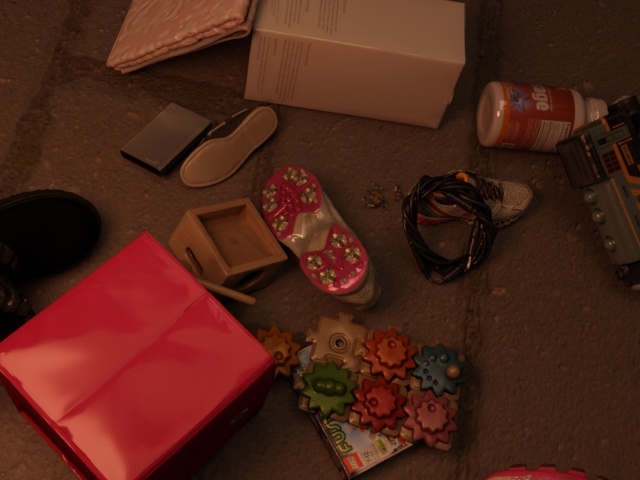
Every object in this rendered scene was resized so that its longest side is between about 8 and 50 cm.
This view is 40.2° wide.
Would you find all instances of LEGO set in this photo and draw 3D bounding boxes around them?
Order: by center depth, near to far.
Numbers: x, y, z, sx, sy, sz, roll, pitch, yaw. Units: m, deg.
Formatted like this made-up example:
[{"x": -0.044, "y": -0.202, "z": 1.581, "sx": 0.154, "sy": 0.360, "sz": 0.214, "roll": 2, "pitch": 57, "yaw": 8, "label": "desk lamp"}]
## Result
[{"x": 0.104, "y": -0.075, "z": 1.525, "sx": 0.083, "sy": 0.023, "sz": 0.054, "roll": 4, "pitch": 63, "yaw": -22, "label": "LEGO set"}]

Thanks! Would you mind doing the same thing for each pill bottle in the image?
[{"x": 0.403, "y": -0.222, "z": 1.593, "sx": 0.216, "sy": 0.121, "sz": 0.121, "roll": 3, "pitch": 62, "yaw": -8, "label": "pill bottle"}]

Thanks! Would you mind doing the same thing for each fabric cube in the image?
[{"x": -0.248, "y": 0.198, "z": 1.188, "sx": 0.259, "sy": 0.254, "sz": 0.258, "roll": 43, "pitch": 64, "yaw": 13, "label": "fabric cube"}]

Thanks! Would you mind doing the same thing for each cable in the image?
[{"x": 0.212, "y": -0.027, "z": 1.446, "sx": 0.150, "sy": 0.047, "sz": 0.184, "roll": -24, "pitch": 105, "yaw": -2, "label": "cable"}]

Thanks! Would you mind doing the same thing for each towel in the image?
[{"x": -0.209, "y": -0.451, "z": 1.536, "sx": 0.332, "sy": 0.053, "sz": 0.317, "roll": -8, "pitch": 56, "yaw": 37, "label": "towel"}]

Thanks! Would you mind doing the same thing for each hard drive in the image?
[{"x": -0.264, "y": -0.174, "z": 1.497, "sx": 0.094, "sy": 0.022, "sz": 0.135, "roll": 27, "pitch": 60, "yaw": 25, "label": "hard drive"}]

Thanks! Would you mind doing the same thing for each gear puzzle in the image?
[{"x": 0.053, "y": 0.190, "z": 1.318, "sx": 0.339, "sy": 0.044, "sz": 0.175, "roll": 16, "pitch": 62, "yaw": -1, "label": "gear puzzle"}]

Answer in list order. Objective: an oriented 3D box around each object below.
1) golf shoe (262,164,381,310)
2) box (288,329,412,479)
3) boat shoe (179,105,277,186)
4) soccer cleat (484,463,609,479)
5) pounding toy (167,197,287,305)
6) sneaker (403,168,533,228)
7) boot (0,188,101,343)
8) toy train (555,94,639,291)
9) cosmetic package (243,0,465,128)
[{"x": 0.000, "y": 0.000, "z": 1.426, "sx": 0.115, "sy": 0.140, "sz": 0.306, "roll": -36, "pitch": 49, "yaw": 6, "label": "golf shoe"}, {"x": 0.038, "y": 0.250, "z": 1.332, "sx": 0.114, "sy": 0.036, "sz": 0.207, "roll": -24, "pitch": 69, "yaw": -20, "label": "box"}, {"x": -0.166, "y": -0.163, "z": 1.514, "sx": 0.206, "sy": 0.075, "sz": 0.065, "roll": -40, "pitch": 32, "yaw": -20, "label": "boat shoe"}, {"x": 0.397, "y": 0.417, "z": 1.259, "sx": 0.331, "sy": 0.116, "sz": 0.143, "roll": 12, "pitch": 61, "yaw": -3, "label": "soccer cleat"}, {"x": -0.161, "y": 0.047, "z": 1.341, "sx": 0.206, "sy": 0.094, "sz": 0.181, "roll": -16, "pitch": 64, "yaw": -44, "label": "pounding toy"}, {"x": 0.262, "y": -0.073, "z": 1.507, "sx": 0.225, "sy": 0.093, "sz": 0.088, "roll": -4, "pitch": 63, "yaw": -12, "label": "sneaker"}, {"x": -0.433, "y": 0.044, "z": 1.220, "sx": 0.348, "sy": 0.131, "sz": 0.260, "roll": -19, "pitch": 29, "yaw": -32, "label": "boot"}, {"x": 0.541, "y": -0.078, "z": 1.502, "sx": 0.190, "sy": 0.142, "sz": 0.334, "roll": -22, "pitch": 91, "yaw": -13, "label": "toy train"}, {"x": 0.057, "y": -0.333, "z": 1.551, "sx": 0.365, "sy": 0.197, "sz": 0.155, "roll": 8, "pitch": 60, "yaw": -7, "label": "cosmetic package"}]
